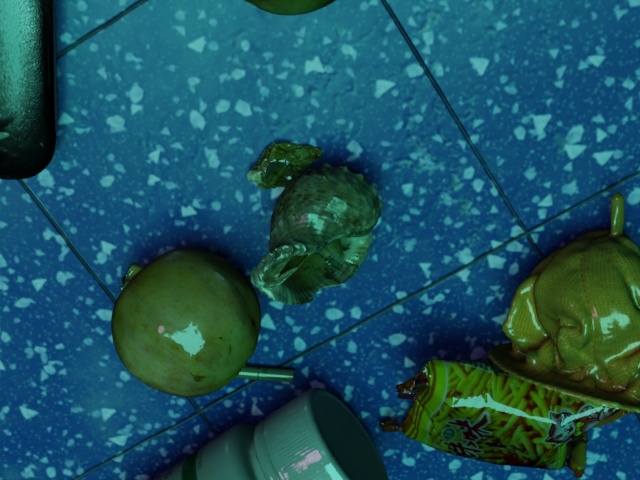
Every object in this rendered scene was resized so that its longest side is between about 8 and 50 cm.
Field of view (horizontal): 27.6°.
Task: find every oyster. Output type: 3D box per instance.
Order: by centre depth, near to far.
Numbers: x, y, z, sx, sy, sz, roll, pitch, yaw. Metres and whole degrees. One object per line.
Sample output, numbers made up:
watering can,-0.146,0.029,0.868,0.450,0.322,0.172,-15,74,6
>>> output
oyster,-0.046,-0.093,1.597,0.093,0.034,0.051,-39,116,12

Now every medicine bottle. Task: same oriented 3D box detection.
medicine bottle,-0.094,0.353,1.704,0.339,0.208,0.208,-36,109,15

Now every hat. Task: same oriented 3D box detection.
hat,0.344,0.058,1.580,0.233,0.244,0.233,6,101,-10

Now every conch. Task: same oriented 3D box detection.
conch,0.000,0.000,1.577,0.130,0.207,0.155,-1,133,51

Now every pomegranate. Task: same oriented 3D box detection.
pomegranate,-0.168,0.103,1.607,0.191,0.191,0.191,0,115,1

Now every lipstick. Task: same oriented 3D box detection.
lipstick,-0.082,0.175,1.726,0.094,0.019,0.019,4,115,-2

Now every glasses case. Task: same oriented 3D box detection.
glasses case,-0.369,-0.220,1.518,0.122,0.075,0.314,3,114,-1

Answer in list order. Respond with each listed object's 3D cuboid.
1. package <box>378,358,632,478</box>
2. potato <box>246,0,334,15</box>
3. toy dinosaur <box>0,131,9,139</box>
package,0.230,0.221,1.675,0.288,0.108,0.223,14,149,0
potato,0.011,-0.373,1.391,0.210,0.173,0.307,40,106,-18
toy dinosaur,-0.490,-0.017,1.595,0.205,0.092,0.393,37,112,-24
